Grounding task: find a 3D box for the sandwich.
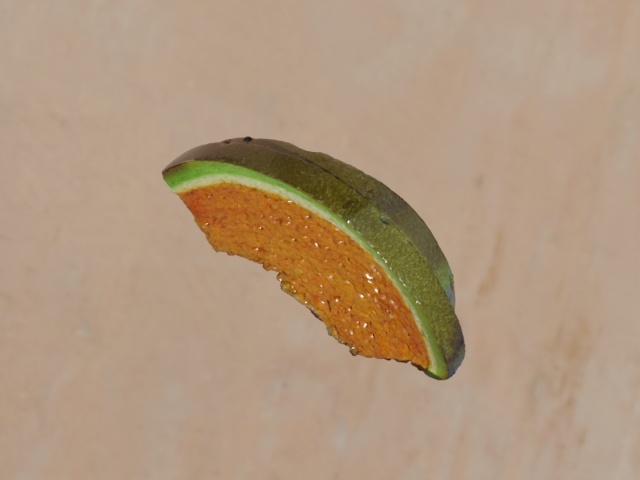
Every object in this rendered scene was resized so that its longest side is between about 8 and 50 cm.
[{"bbox_3d":[0.002,0.000,0.658,0.029,0.135,0.067,-48,168,-38],"label":"sandwich"}]
